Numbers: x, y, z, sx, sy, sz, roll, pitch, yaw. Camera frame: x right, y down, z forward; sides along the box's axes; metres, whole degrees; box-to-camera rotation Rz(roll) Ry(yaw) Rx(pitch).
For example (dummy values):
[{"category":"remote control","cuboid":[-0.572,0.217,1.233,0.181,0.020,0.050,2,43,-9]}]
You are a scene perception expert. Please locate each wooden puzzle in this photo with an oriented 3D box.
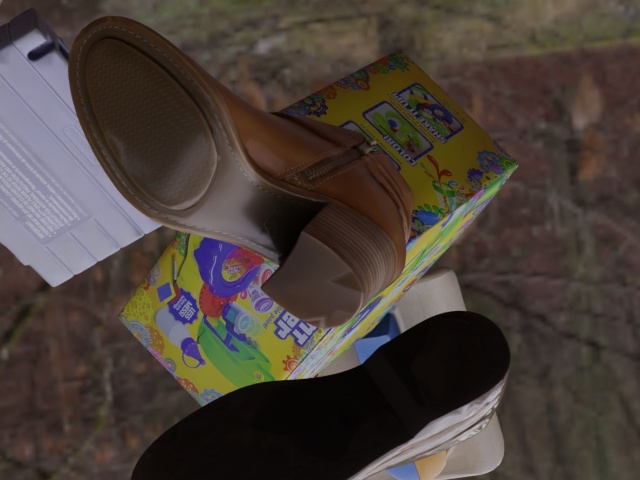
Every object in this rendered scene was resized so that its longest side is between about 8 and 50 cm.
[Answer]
[{"category":"wooden puzzle","cuboid":[0.039,0.209,1.913,0.347,0.322,0.080,-13,-151,10]}]

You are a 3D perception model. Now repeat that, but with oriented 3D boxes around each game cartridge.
[{"category":"game cartridge","cuboid":[-0.347,-0.104,1.837,0.230,0.355,0.068,-26,-136,11]}]

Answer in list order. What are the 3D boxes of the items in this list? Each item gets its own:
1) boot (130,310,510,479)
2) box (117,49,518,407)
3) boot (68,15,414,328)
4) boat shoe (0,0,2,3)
[{"category":"boot","cuboid":[0.006,0.162,1.143,0.305,0.112,0.115,-20,147,-9]},{"category":"box","cuboid":[0.000,0.000,1.472,0.290,0.177,0.279,-51,170,36]},{"category":"boot","cuboid":[-0.042,-0.073,1.106,0.109,0.283,0.220,-51,-179,25]},{"category":"boat shoe","cuboid":[-0.531,-0.260,1.943,0.123,0.342,0.123,20,165,27]}]
